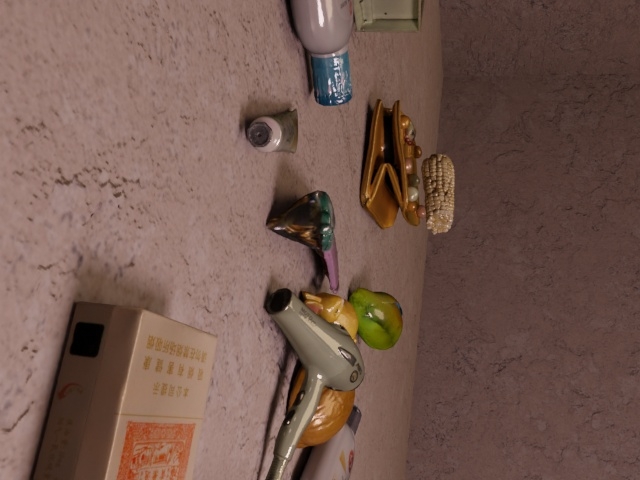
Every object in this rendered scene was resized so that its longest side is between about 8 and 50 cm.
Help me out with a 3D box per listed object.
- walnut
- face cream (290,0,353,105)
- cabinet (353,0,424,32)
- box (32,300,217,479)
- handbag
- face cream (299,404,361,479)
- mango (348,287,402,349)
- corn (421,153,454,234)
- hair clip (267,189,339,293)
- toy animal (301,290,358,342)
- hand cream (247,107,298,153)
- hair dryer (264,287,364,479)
[{"bbox_3d":[0.014,0.264,1.002,0.211,0.087,0.167,-60,151,-59],"label":"walnut"},{"bbox_3d":[0.002,-0.360,0.843,0.163,0.080,0.336,-69,157,-50],"label":"face cream"},{"bbox_3d":[0.136,-0.540,1.157,0.145,0.150,0.206,68,30,-68],"label":"cabinet"},{"bbox_3d":[-0.148,0.158,0.452,0.141,0.058,0.201,54,42,-67],"label":"box"},{"bbox_3d":[0.202,-0.189,1.543,0.401,0.133,0.282,24,65,-74],"label":"handbag"},{"bbox_3d":[0.020,0.410,1.084,0.291,0.071,0.143,-53,143,-65],"label":"face cream"},{"bbox_3d":[0.130,0.176,1.373,0.233,0.111,0.125,55,27,-47],"label":"mango"},{"bbox_3d":[0.303,-0.125,1.505,0.087,0.087,0.210,64,25,-60],"label":"corn"},{"bbox_3d":[0.000,-0.002,0.939,0.095,0.110,0.358,-44,164,-1],"label":"hair clip"},{"bbox_3d":[0.015,0.124,1.006,0.083,0.070,0.159,59,5,34],"label":"toy animal"},{"bbox_3d":[-0.052,-0.141,0.771,0.194,0.042,0.067,-46,135,-73],"label":"hand cream"},{"bbox_3d":[-0.042,0.193,0.822,0.267,0.092,0.229,-47,127,-40],"label":"hair dryer"}]
